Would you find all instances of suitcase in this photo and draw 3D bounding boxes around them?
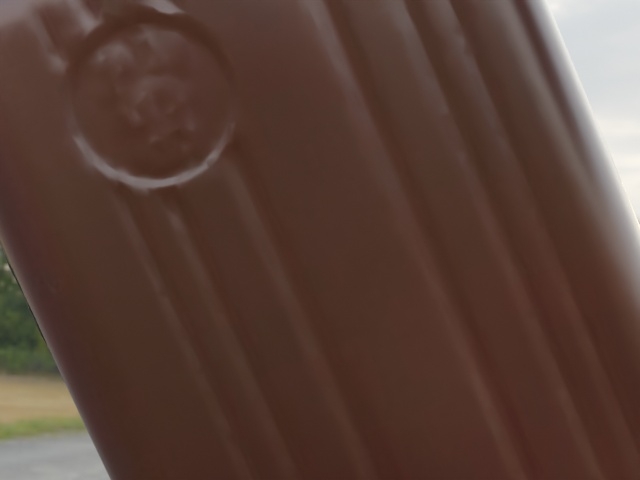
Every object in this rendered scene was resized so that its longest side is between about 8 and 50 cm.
[{"bbox_3d":[0.000,0.000,0.528,0.236,0.297,0.161,-24,7,-1],"label":"suitcase"}]
